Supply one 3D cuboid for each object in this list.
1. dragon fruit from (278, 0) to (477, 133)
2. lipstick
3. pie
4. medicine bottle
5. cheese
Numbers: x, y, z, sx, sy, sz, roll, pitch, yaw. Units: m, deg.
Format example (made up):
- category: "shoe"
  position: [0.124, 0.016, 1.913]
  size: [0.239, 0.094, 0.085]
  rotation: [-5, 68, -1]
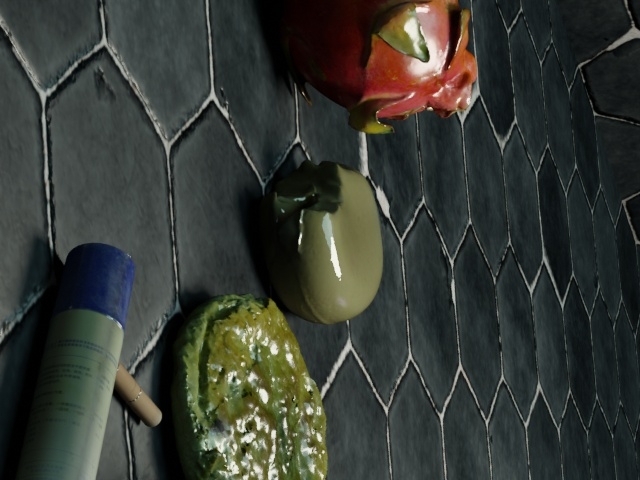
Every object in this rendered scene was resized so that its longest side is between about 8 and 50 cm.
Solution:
- category: "dragon fruit"
  position: [0.061, -0.232, 2.145]
  size: [0.224, 0.224, 0.227]
  rotation: [-69, 142, -56]
- category: "lipstick"
  position: [-0.156, 0.125, 1.642]
  size: [0.094, 0.019, 0.019]
  rotation: [60, 29, -52]
- category: "pie"
  position: [-0.060, 0.177, 1.830]
  size: [0.277, 0.078, 0.277]
  rotation: [-7, 90, -74]
- category: "medicine bottle"
  position: [-0.184, 0.109, 1.495]
  size: [0.059, 0.059, 0.231]
  rotation: [63, 27, -47]
- category: "cheese"
  position: [0.000, 0.000, 2.058]
  size: [0.202, 0.091, 0.175]
  rotation: [0, 82, -72]
